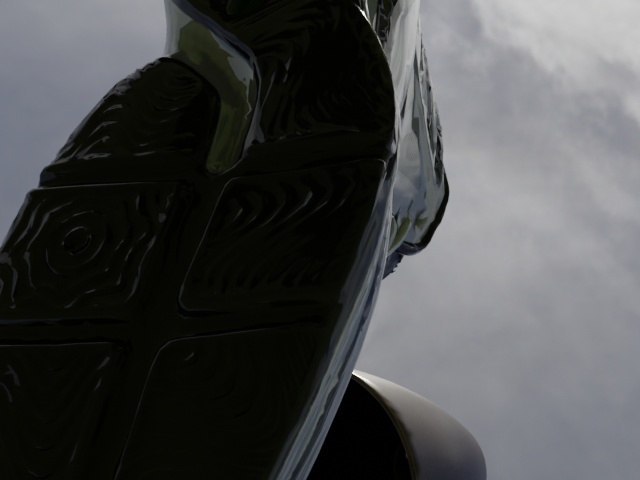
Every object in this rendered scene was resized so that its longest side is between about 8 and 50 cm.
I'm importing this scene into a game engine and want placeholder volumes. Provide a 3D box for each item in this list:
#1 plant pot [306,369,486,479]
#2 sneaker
[{"bbox_3d":[0.053,0.218,0.881,0.215,0.230,0.215,-5,-99,35],"label":"plant pot"},{"bbox_3d":[0.001,0.000,0.498,0.169,0.257,0.447,-4,-127,23],"label":"sneaker"}]
